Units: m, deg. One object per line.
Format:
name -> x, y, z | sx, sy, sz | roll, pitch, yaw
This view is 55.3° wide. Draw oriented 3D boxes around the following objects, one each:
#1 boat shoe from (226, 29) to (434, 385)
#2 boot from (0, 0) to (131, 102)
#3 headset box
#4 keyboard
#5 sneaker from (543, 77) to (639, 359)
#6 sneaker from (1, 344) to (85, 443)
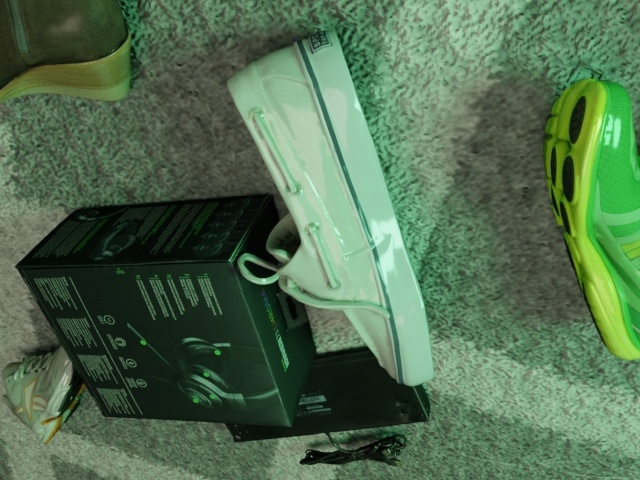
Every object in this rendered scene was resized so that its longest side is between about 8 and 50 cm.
boat shoe -> 0.000, 0.003, 0.591 | 0.156, 0.136, 0.367 | -18, 117, 7
boot -> -0.300, -0.215, 0.543 | 0.248, 0.090, 0.207 | 2, 148, -2
headset box -> -0.157, 0.086, 0.724 | 0.283, 0.131, 0.246 | -3, 124, 19
keyboard -> 0.001, 0.245, 0.856 | 0.317, 0.033, 0.202 | -14, 113, 26
sneaker -> 0.279, -0.021, 0.543 | 0.123, 0.109, 0.296 | -21, 123, 16
sneaker -> -0.420, 0.210, 0.920 | 0.121, 0.099, 0.262 | 35, 126, -4
